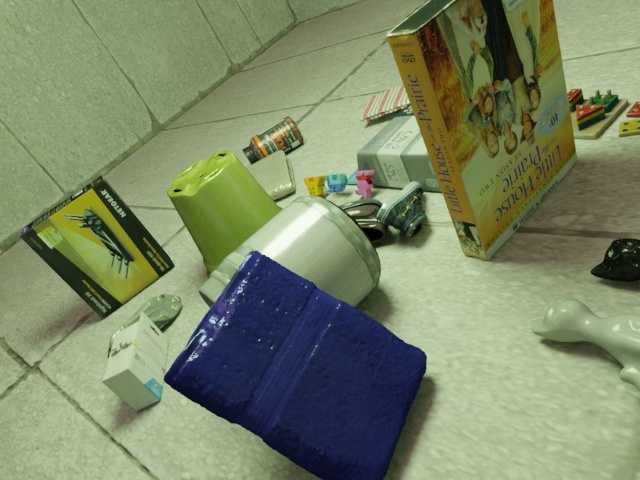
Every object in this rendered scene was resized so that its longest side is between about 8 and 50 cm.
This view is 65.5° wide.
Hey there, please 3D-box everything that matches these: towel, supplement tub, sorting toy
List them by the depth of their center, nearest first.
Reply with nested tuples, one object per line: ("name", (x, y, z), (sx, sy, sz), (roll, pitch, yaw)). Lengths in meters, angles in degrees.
("towel", (-0.024, 0.177, 0.688), (0.227, 0.308, 0.076), (-58, -3, -31))
("sorting toy", (0.549, -0.269, 1.038), (0.132, 0.046, 0.275), (-42, 33, -18))
("towel", (0.223, -0.427, 1.528), (0.197, 0.029, 0.144), (-12, 36, 34))
("towel", (-0.174, -0.180, 1.534), (0.187, 0.049, 0.282), (-27, 32, 9))
("supplement tub", (-0.163, -0.327, 1.681), (0.198, 0.106, 0.106), (-33, 31, -2))

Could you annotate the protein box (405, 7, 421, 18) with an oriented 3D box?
("protein box", (0.392, -0.624, 1.540), (0.136, 0.199, 0.201), (-29, 30, 1))

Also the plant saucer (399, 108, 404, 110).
("plant saucer", (0.281, -0.429, 1.526), (0.119, 0.021, 0.119), (-22, 32, 15))

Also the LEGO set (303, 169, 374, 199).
("LEGO set", (0.028, -0.118, 1.245), (0.087, 0.093, 0.227), (-14, 10, -39))

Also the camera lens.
("camera lens", (-0.046, 0.070, 0.885), (0.274, 0.219, 0.219), (-42, 32, -19))

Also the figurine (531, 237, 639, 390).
("figurine", (0.403, 0.082, 0.626), (0.215, 0.092, 0.209), (-39, 24, -12))

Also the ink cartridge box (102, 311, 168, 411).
("ink cartridge box", (-0.376, 0.245, 1.028), (0.062, 0.104, 0.181), (-27, 30, 5))

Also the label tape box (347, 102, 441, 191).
("label tape box", (0.216, -0.240, 1.226), (0.334, 0.105, 0.240), (12, 50, 49))

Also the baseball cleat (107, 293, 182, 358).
("baseball cleat", (-0.415, 0.200, 1.162), (0.206, 0.072, 0.109), (-36, -12, -51))

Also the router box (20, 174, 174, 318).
("router box", (-0.587, 0.020, 1.339), (0.243, 0.308, 0.081), (-38, 30, -11))

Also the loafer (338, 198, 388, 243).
("loafer", (0.000, 0.000, 1.068), (0.303, 0.109, 0.095), (-21, 36, 10))

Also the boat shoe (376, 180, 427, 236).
("boat shoe", (0.190, -0.062, 1.039), (0.083, 0.065, 0.183), (37, 38, 14))

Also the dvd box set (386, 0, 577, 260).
("dvd box set", (0.292, -0.216, 0.816), (0.308, 0.420, 0.062), (-42, 35, -19))

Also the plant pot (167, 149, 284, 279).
("plant pot", (-0.224, -0.068, 1.208), (0.276, 0.253, 0.276), (-22, 31, 14))
